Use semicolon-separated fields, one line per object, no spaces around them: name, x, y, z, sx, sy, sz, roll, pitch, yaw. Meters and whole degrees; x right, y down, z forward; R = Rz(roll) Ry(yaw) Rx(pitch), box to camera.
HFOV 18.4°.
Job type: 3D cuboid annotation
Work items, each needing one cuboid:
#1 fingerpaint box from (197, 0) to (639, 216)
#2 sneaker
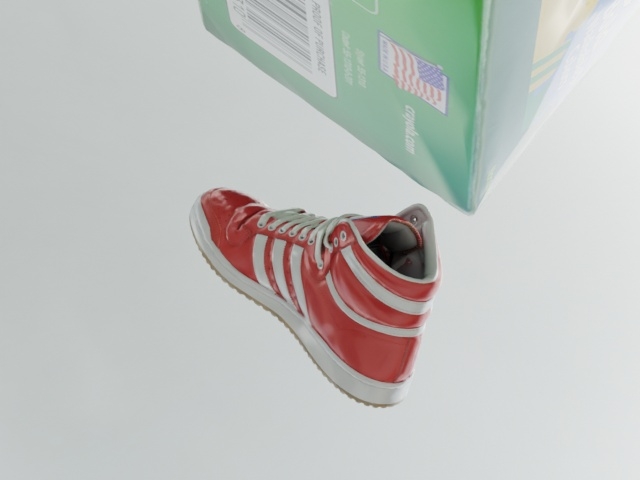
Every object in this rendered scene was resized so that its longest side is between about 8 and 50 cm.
fingerpaint box;0.113;-0.263;0.684;0.163;0.445;0.371;36;-107;15
sneaker;0.000;0.000;0.724;0.118;0.042;0.067;43;-51;30
